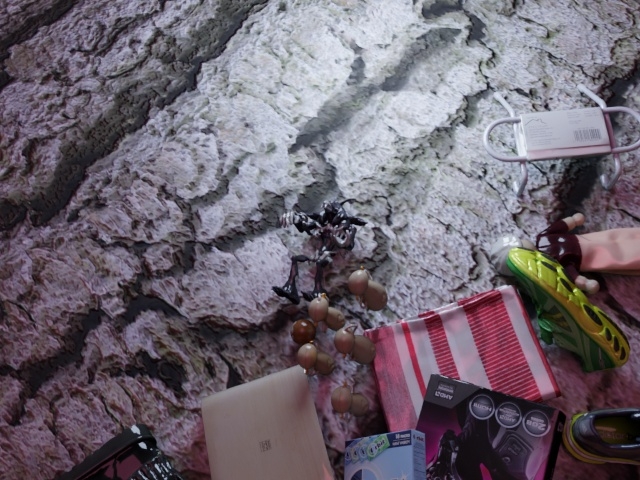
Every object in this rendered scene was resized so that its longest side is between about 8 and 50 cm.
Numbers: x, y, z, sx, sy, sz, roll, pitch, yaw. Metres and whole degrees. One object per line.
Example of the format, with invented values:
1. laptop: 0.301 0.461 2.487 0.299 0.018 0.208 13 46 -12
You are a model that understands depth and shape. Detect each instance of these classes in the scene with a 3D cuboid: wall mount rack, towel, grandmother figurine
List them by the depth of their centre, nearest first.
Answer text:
1. towel: 0.264 0.239 1.206 0.329 0.037 0.236 -20 63 9
2. grandmother figurine: 0.530 0.031 1.283 0.343 0.104 0.207 -1 36 9
3. wall mount rack: 0.534 -0.256 1.410 0.350 0.130 0.303 -4 67 5

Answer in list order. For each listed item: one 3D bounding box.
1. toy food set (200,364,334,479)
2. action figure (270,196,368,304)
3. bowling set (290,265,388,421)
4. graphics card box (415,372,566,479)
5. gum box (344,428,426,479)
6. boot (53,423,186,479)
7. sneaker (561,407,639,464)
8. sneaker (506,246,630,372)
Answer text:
1. toy food set: -0.096 0.404 1.182 0.220 0.092 0.306 -18 56 0
2. action figure: 0.000 0.000 1.333 0.164 0.141 0.275 10 66 24
3. bowling set: 0.007 0.197 1.207 0.200 0.154 0.286 1 70 25
4. graphics card box: 0.255 0.436 1.046 0.233 0.094 0.370 11 74 33
5. gum box: 0.108 0.430 1.058 0.157 0.041 0.184 -25 49 39
6. boot: -0.382 0.530 1.106 0.348 0.131 0.260 -39 61 -13
7. sneaker: 0.596 0.351 1.097 0.300 0.121 0.111 -3 64 5
8. sneaker: 0.456 0.140 1.192 0.295 0.123 0.109 50 37 8
